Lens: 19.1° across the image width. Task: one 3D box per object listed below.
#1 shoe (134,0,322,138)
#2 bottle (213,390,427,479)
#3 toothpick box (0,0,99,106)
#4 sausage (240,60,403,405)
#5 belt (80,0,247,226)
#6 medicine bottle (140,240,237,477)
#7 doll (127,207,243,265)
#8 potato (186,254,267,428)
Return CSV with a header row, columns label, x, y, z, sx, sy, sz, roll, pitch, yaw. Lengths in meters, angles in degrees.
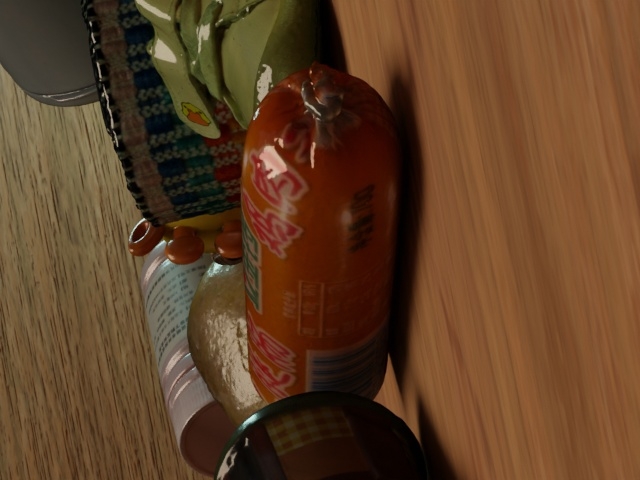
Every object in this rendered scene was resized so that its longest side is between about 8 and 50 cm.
label,x,y,z,sx,sy,sz,roll,pitch,yaw
shoe,-0.056,-0.143,1.289,0.140,0.128,0.262,67,-173,-46
bottle,0.019,0.205,1.046,0.271,0.143,0.156,-116,16,-61
toothpick box,-0.250,-0.315,1.638,0.354,0.263,0.263,51,-168,-36
sausage,0.000,0.000,1.087,0.312,0.093,0.093,91,166,-60
belt,-0.104,-0.144,1.502,0.207,0.150,0.257,70,-174,-67
medicine bottle,-0.101,0.110,1.920,0.249,0.133,0.133,-110,12,-47
doll,-0.101,-0.036,1.712,0.221,0.143,0.135,-98,3,-62
potato,-0.077,0.084,1.769,0.120,0.100,0.261,78,176,-45
